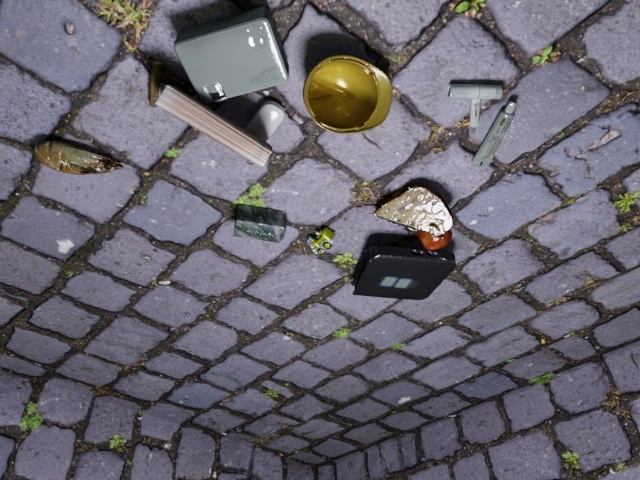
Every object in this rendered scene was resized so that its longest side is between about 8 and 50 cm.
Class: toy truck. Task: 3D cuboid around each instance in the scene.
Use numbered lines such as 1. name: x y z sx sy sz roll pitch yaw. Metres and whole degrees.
1. toy truck: 0.000 0.000 1.932 0.077 0.076 0.111 41 127 -15

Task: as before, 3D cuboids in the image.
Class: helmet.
1. helmet: 0.054 -0.405 1.437 0.257 0.140 0.205 3 107 -23

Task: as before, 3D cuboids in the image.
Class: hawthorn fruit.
1. hawthorn fruit: 0.413 -0.024 1.875 0.128 0.128 0.128 -1 138 -1

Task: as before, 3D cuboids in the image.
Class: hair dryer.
1. hair dryer: 0.443 -0.384 1.543 0.155 0.044 0.183 2 140 -1

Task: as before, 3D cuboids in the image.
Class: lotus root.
1. lotus root: 0.331 -0.111 1.773 0.261 0.074 0.170 24 118 6

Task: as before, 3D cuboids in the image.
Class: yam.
1. yam: -0.467 -0.441 1.460 0.032 0.032 0.145 11 137 -13

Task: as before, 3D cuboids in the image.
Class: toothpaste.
1. toothpaste: 0.544 -0.327 1.608 0.067 0.037 0.255 1 141 -11

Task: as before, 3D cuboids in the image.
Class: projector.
1. projector: -0.228 -0.487 1.369 0.257 0.099 0.192 -12 136 10

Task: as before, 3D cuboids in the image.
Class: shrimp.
1. shrimp: -0.764 -0.249 1.644 0.267 0.061 0.145 5 146 -11

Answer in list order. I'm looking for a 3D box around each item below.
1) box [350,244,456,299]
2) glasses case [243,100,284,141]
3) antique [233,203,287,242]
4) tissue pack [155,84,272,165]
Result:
1. box: 0.315 0.130 2.025 0.351 0.090 0.359 5 150 -8
2. glasses case: -0.182 -0.340 1.564 0.076 0.049 0.197 27 131 -25
3. antique: -0.212 -0.059 1.845 0.183 0.086 0.088 8 137 -11
4. tissue pack: -0.290 -0.320 1.454 0.326 0.170 0.071 30 97 -15
